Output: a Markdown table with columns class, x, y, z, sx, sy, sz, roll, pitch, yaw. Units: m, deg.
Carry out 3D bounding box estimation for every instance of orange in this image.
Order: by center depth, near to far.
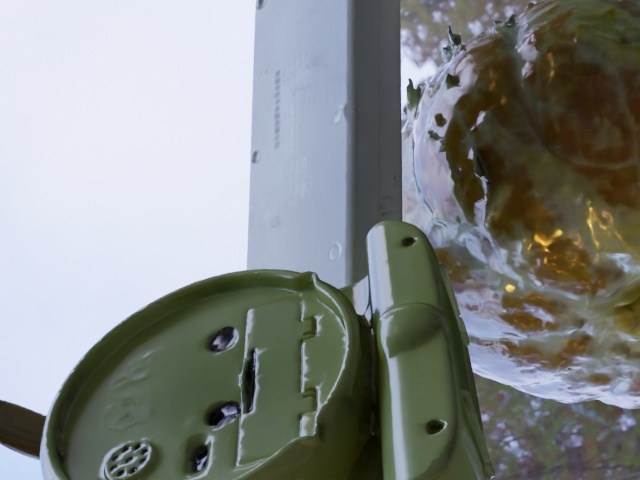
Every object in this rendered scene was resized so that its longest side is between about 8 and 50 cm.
| class | x | y | z | sx | sy | sz | roll | pitch | yaw |
| --- | --- | --- | --- | --- | --- | --- | --- | --- | --- |
| orange | 0.207 | -0.029 | 0.746 | 0.329 | 0.329 | 0.249 | 28 | -138 | -30 |

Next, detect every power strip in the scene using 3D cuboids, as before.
| class | x | y | z | sx | sy | sz | roll | pitch | yaw |
| --- | --- | --- | --- | --- | --- | --- | --- | --- | --- |
| power strip | 0.000 | 0.000 | 0.592 | 0.043 | 0.106 | 0.367 | 13 | -110 | -35 |

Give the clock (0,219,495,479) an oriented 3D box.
| class | x | y | z | sx | sy | sz | roll | pitch | yaw |
| --- | --- | --- | --- | --- | --- | --- | --- | --- | --- |
| clock | -0.049 | 0.083 | 0.437 | 0.170 | 0.232 | 0.069 | -93 | -16 | -55 |
